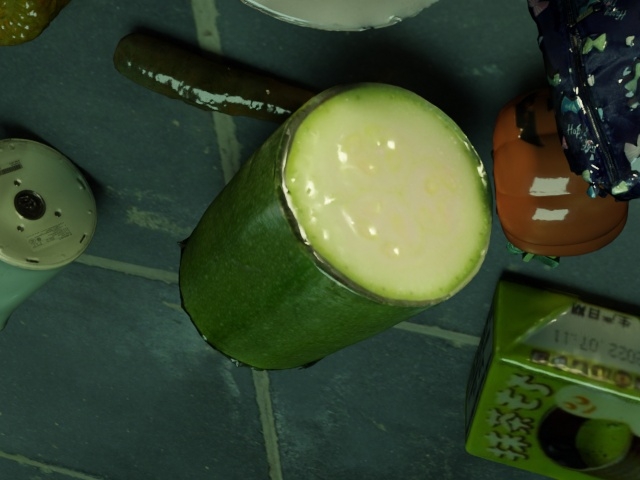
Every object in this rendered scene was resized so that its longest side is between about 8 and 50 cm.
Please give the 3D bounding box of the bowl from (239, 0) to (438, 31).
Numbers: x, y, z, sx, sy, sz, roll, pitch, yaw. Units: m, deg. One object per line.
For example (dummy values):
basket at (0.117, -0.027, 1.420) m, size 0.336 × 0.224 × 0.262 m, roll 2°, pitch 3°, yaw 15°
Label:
bowl at (0.011, -0.377, 0.929) m, size 0.345 × 0.157 × 0.345 m, roll 13°, pitch 138°, yaw 12°

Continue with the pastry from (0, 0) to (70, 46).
pastry at (-0.386, -0.324, 1.218) m, size 0.188 × 0.103 × 0.189 m, roll 13°, pitch 139°, yaw 11°

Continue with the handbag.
handbag at (0.291, -0.166, 0.978) m, size 0.162 × 0.260 × 0.113 m, roll -20°, pitch 158°, yaw 30°

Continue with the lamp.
lamp at (0.270, -0.076, 1.114) m, size 0.164 × 0.188 × 0.188 m, roll -3°, pitch 134°, yaw 16°

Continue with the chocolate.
chocolate at (0.353, 0.217, 1.434) m, size 0.288 × 0.137 × 0.301 m, roll 16°, pitch 139°, yaw 10°

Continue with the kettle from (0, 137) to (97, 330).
kettle at (-0.519, -0.012, 1.553) m, size 0.265 × 0.205 × 0.318 m, roll 35°, pitch 141°, yaw -18°

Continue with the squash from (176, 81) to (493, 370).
squash at (0.000, 0.000, 1.226) m, size 0.263 × 0.263 × 0.384 m, roll 33°, pitch 153°, yaw -11°

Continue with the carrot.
carrot at (-0.094, -0.180, 1.270) m, size 0.342 × 0.070 × 0.070 m, roll 18°, pitch 140°, yaw 3°

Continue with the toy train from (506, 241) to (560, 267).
toy train at (0.285, -0.017, 1.282) m, size 0.081 × 0.050 × 0.122 m, roll 21°, pitch 139°, yaw -9°
